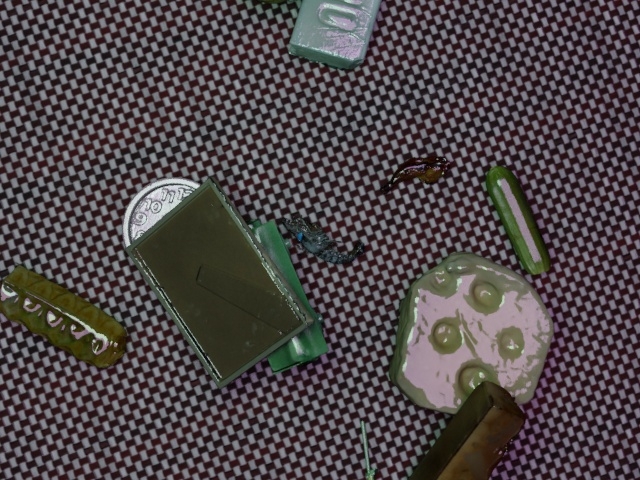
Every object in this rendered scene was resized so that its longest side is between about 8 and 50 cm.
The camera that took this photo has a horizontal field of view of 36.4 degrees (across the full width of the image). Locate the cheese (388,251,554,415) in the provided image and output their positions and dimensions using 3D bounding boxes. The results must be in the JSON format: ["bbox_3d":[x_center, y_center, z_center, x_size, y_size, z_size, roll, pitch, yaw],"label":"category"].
[{"bbox_3d":[0.279,0.190,1.866,0.326,0.115,0.318,-27,90,-5],"label":"cheese"}]

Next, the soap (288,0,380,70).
[{"bbox_3d":[0.045,-0.471,1.886,0.150,0.094,0.262,17,87,-3],"label":"soap"}]

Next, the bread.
[{"bbox_3d":[-0.485,0.147,1.830,0.269,0.098,0.087,31,128,-2],"label":"bread"}]

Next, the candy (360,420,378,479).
[{"bbox_3d":[0.092,0.450,1.883,0.060,0.060,0.201,-5,81,-4],"label":"candy"}]

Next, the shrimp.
[{"bbox_3d":[-0.001,0.005,1.873,0.174,0.082,0.076,23,82,-10],"label":"shrimp"}]

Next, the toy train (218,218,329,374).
[{"bbox_3d":[-0.082,0.097,1.803,0.120,0.202,0.301,-23,90,0],"label":"toy train"}]

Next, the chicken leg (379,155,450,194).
[{"bbox_3d":[0.185,-0.132,1.916,0.145,0.037,0.062,-11,102,-6],"label":"chicken leg"}]

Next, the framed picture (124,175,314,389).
[{"bbox_3d":[-0.183,0.077,1.720,0.232,0.024,0.315,-36,84,23],"label":"framed picture"}]

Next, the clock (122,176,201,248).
[{"bbox_3d":[-0.276,-0.021,1.860,0.196,0.068,0.197,0,87,-4],"label":"clock"}]

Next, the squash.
[{"bbox_3d":[0.387,-0.041,1.907,0.066,0.066,0.229,-24,90,-4],"label":"squash"}]

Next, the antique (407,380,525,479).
[{"bbox_3d":[0.264,0.404,1.801,0.093,0.087,0.310,25,113,-13],"label":"antique"}]

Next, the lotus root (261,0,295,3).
[{"bbox_3d":[-0.146,-0.580,1.844,0.175,0.175,0.349,-43,81,-4],"label":"lotus root"}]
